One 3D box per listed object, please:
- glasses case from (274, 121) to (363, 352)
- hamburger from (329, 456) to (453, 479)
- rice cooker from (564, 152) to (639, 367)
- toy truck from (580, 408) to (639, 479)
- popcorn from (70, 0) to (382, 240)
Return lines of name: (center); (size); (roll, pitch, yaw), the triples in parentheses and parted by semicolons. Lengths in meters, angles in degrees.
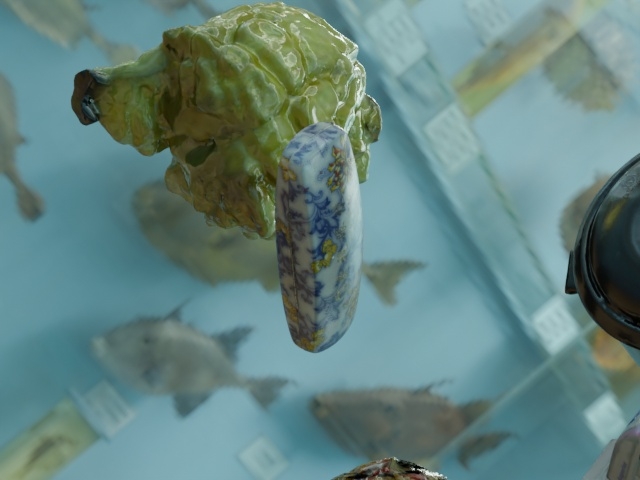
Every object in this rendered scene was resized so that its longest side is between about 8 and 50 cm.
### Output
glasses case: (0.000, 0.000, 1.504); (0.065, 0.087, 0.248); (22, -44, 29)
hamburger: (0.048, 0.294, 1.456); (0.106, 0.231, 0.231); (64, 2, 31)
rice cooker: (0.370, 0.028, 1.450); (0.281, 0.241, 0.227); (-6, -33, 32)
toy truck: (0.310, 0.243, 1.411); (0.155, 0.124, 0.268); (26, -45, 23)
popcorn: (-0.076, -0.128, 1.743); (0.293, 0.293, 0.237); (50, 32, 6)
